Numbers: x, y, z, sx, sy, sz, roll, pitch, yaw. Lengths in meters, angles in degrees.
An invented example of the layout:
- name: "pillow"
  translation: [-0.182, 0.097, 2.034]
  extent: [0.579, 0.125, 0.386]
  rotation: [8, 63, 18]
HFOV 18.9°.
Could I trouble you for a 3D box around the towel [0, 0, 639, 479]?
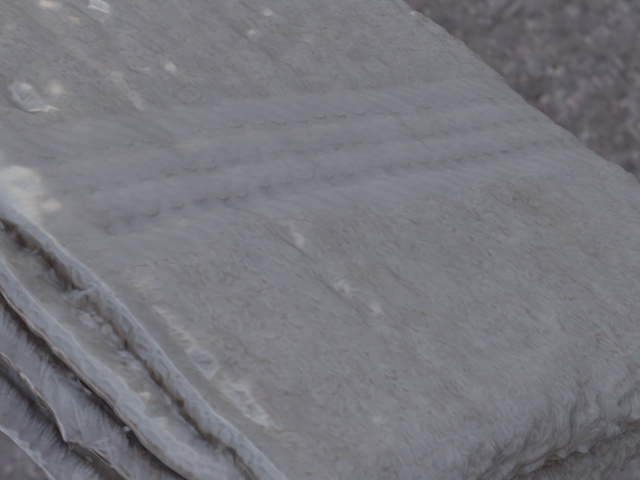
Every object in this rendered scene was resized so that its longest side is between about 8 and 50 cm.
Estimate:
- name: "towel"
  translation: [0.000, 0.000, 0.484]
  extent: [0.187, 0.282, 0.049]
  rotation: [42, 117, 22]
